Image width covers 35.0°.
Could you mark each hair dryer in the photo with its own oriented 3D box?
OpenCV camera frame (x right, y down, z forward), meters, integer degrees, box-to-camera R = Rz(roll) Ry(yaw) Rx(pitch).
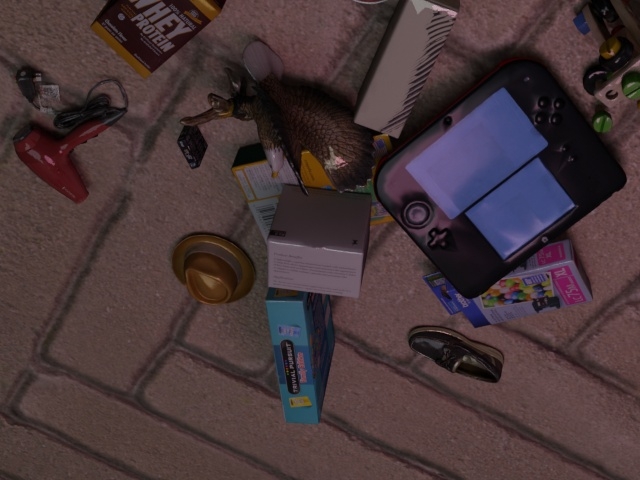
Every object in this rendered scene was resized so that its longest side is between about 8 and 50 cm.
[{"bbox_3d":[-0.506,-0.196,2.038,0.223,0.080,0.294,10,128,1],"label":"hair dryer"}]

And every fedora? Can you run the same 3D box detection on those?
[{"bbox_3d":[-0.240,0.080,2.200,0.194,0.079,0.194,5,127,7],"label":"fedora"}]

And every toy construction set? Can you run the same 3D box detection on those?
[{"bbox_3d":[0.579,-0.294,1.679,0.308,0.237,0.257,-16,122,20],"label":"toy construction set"}]

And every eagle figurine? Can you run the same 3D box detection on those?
[{"bbox_3d":[-0.061,-0.202,1.847,0.298,0.226,0.225,25,157,35],"label":"eagle figurine"}]

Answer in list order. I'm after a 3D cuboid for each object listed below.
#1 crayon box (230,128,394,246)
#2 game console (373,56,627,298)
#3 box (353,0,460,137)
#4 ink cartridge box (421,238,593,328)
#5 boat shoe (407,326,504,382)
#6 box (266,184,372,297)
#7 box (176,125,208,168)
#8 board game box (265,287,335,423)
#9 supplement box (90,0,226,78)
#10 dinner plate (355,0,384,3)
[{"bbox_3d":[0.013,-0.115,2.008,0.322,0.083,0.203,-11,124,18],"label":"crayon box"},{"bbox_3d":[0.327,-0.114,1.887,0.386,0.060,0.342,-38,105,12],"label":"game console"},{"bbox_3d":[0.151,-0.329,1.807,0.094,0.113,0.275,19,129,-7],"label":"box"},{"bbox_3d":[0.384,0.099,2.084,0.311,0.065,0.186,-14,146,22],"label":"ink cartridge box"},{"bbox_3d":[0.300,0.256,2.244,0.223,0.073,0.080,18,127,-5],"label":"boat shoe"},{"bbox_3d":[0.000,0.000,1.930,0.180,0.182,0.119,7,130,5],"label":"box"},{"bbox_3d":[-0.251,-0.190,1.996,0.018,0.083,0.067,-15,123,18],"label":"box"},{"bbox_3d":[-0.037,0.175,2.128,0.079,0.254,0.336,0,126,10],"label":"board game box"},{"bbox_3d":[-0.264,-0.420,1.757,0.194,0.191,0.129,-34,115,29],"label":"supplement box"},{"bbox_3d":[0.084,-0.480,1.762,0.141,0.017,0.141,4,128,5],"label":"dinner plate"}]
